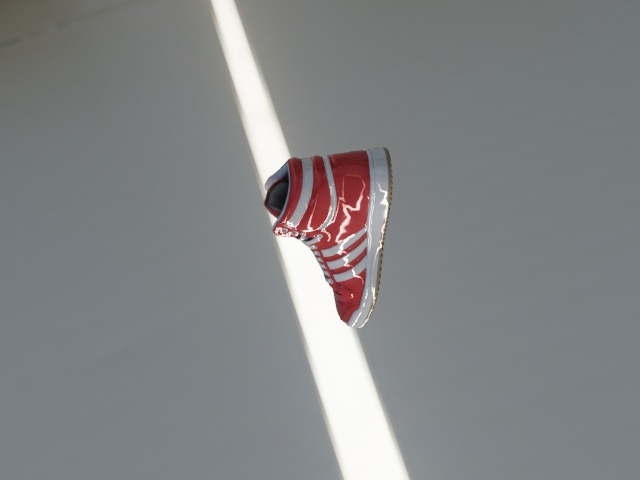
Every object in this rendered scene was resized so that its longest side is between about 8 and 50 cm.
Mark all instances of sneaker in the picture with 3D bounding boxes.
[{"bbox_3d":[0.000,0.000,0.815,0.067,0.118,0.042,-2,-141,-10],"label":"sneaker"}]
